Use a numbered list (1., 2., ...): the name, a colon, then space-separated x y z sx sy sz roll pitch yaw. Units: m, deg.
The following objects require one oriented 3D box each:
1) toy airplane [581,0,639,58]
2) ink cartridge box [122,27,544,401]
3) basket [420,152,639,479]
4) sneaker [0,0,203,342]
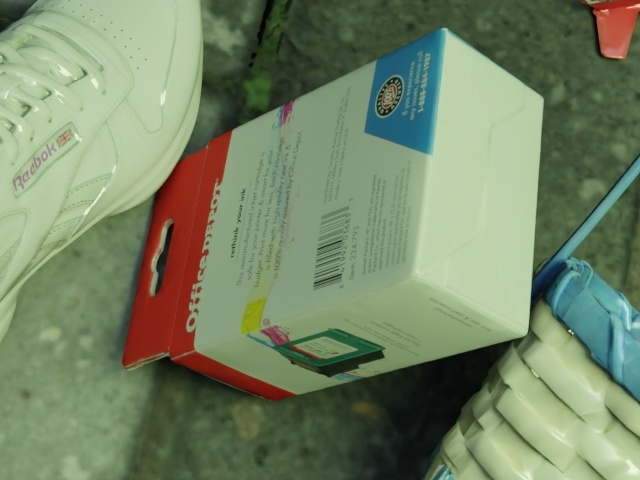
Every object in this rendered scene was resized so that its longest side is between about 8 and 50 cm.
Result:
1. toy airplane: 0.229 -0.152 0.850 0.151 0.028 0.151 2 71 -6
2. ink cartridge box: 0.000 0.000 0.701 0.078 0.231 0.134 27 59 -34
3. basket: 0.202 0.082 0.667 0.289 0.201 0.255 -45 82 15
4. sneaker: -0.158 -0.047 0.705 0.114 0.152 0.305 30 71 10
